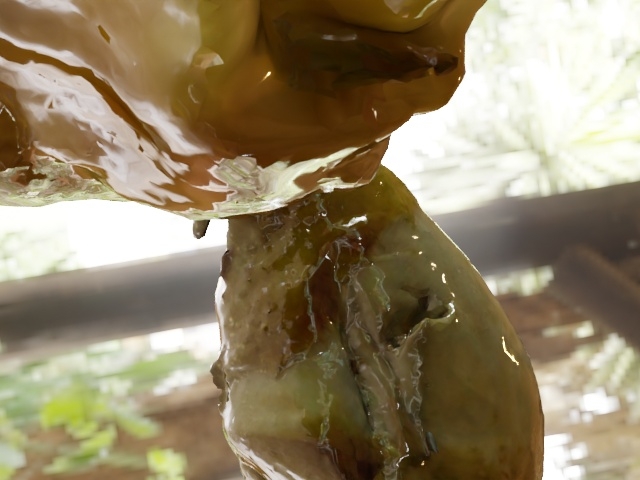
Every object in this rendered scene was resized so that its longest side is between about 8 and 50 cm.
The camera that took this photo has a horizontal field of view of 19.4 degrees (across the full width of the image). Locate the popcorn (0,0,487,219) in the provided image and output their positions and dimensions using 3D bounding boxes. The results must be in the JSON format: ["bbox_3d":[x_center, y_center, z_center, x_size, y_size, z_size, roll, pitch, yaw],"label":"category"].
[{"bbox_3d":[-0.092,-0.170,0.529,0.382,0.349,0.349,-16,-96,64],"label":"popcorn"}]

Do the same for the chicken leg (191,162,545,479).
[{"bbox_3d":[0.000,0.000,0.993,0.153,0.201,0.429,-12,-75,46],"label":"chicken leg"}]
